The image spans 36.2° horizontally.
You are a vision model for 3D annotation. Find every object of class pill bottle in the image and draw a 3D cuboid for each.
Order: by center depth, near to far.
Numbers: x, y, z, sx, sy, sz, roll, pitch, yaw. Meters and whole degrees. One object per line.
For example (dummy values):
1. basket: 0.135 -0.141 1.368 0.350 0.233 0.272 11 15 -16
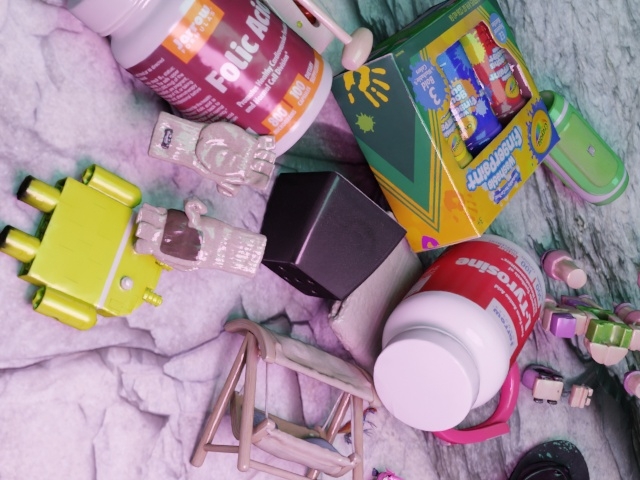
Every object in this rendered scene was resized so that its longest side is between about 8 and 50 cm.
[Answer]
1. pill bottle: -0.188 -0.318 1.564 0.392 0.224 0.224 37 62 -29
2. pill bottle: 0.250 0.162 1.767 0.407 0.229 0.229 -42 110 -55

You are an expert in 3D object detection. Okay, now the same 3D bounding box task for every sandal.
1. sandal: 0.418 0.547 1.955 0.445 0.107 0.167 -33 73 -37

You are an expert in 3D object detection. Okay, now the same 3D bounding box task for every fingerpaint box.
1. fingerpaint box: 0.261 -0.249 1.907 0.445 0.163 0.371 -42 109 -46

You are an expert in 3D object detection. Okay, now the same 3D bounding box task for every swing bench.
1. swing bench: -0.044 0.283 1.626 0.253 0.165 0.255 26 67 -33

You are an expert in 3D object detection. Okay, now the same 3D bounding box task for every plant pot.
1. plant pot: 0.000 0.000 1.707 0.187 0.188 0.167 38 73 -28

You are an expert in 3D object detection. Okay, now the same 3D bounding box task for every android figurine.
1. android figurine: -0.348 0.015 1.497 0.273 0.056 0.248 31 65 -29

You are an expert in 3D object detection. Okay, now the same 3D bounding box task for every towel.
1. towel: 0.105 0.100 1.813 0.187 0.049 0.282 57 46 -36

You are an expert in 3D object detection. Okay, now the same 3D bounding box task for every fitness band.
1. fitness band: 0.299 0.299 1.974 0.290 0.054 0.209 -3 82 -40

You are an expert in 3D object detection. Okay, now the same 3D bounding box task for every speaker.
1. speaker: 0.574 -0.207 2.222 0.296 0.131 0.131 39 61 -27

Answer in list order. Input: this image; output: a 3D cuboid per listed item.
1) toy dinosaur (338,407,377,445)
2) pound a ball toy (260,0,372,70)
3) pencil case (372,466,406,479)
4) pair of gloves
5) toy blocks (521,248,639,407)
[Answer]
1. toy dinosaur: 0.072 0.333 1.793 0.090 0.047 0.082 33 45 -19
2. pound a ball toy: -0.057 -0.431 1.699 0.319 0.208 0.136 48 58 -22
3. pencil case: 0.089 0.513 1.746 0.209 0.095 0.098 -56 147 -31
4. pair of gloves: -0.178 -0.067 1.528 0.204 0.042 0.240 9 92 -11
5. toy blocks: 0.583 0.179 2.138 0.288 0.260 0.309 9 102 -9
